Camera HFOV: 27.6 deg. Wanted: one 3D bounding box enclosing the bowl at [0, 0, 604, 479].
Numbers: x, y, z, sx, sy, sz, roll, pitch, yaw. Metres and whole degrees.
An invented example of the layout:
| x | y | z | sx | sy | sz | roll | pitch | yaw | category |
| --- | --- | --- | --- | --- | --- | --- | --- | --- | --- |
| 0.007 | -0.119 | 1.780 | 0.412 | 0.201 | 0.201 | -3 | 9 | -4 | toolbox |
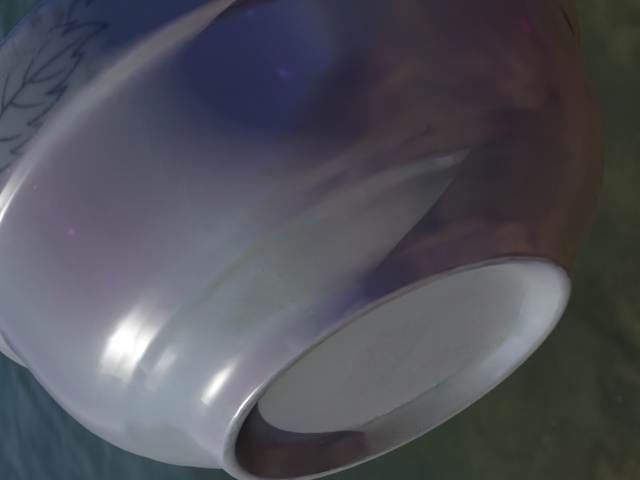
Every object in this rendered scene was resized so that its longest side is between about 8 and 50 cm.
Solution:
| x | y | z | sx | sy | sz | roll | pitch | yaw | category |
| --- | --- | --- | --- | --- | --- | --- | --- | --- | --- |
| 0.000 | 0.000 | 0.543 | 0.144 | 0.287 | 0.287 | 61 | 144 | 27 | bowl |
